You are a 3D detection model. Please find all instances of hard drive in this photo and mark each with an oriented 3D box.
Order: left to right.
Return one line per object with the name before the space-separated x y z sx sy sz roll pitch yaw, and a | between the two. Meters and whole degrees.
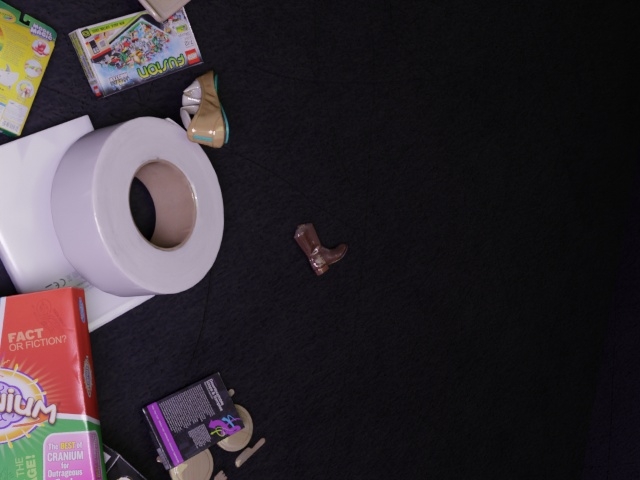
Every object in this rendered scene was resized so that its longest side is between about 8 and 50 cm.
hard drive | -0.404 -0.013 1.079 0.210 0.040 0.318 -32 111 -36

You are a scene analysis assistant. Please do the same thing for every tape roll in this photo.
tape roll | -0.284 -0.053 1.093 0.286 0.100 0.286 16 71 -55

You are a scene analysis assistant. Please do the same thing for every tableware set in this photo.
tableware set | -0.207 0.383 1.262 0.194 0.039 0.128 -36 99 -41

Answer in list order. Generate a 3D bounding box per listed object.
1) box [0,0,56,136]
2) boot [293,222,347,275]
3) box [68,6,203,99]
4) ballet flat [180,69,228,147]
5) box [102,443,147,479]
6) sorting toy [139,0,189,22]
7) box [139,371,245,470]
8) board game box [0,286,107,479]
box | -0.474 -0.258 1.012 0.105 0.043 0.179 25 77 -38
boot | 0.000 0.000 1.439 0.106 0.037 0.114 -44 113 -34
box | -0.309 -0.327 1.157 0.207 0.036 0.114 -33 112 -36
ballet flat | -0.205 -0.235 1.165 0.073 0.232 0.080 -1 124 -14
box | -0.345 0.500 1.062 0.257 0.079 0.322 -54 141 -28
sorting toy | -0.273 -0.502 1.157 0.193 0.038 0.208 48 60 -16
box | -0.228 0.323 1.221 0.162 0.029 0.116 -21 78 -37
board game box | -0.431 0.238 0.922 0.242 0.064 0.316 -10 83 -5
